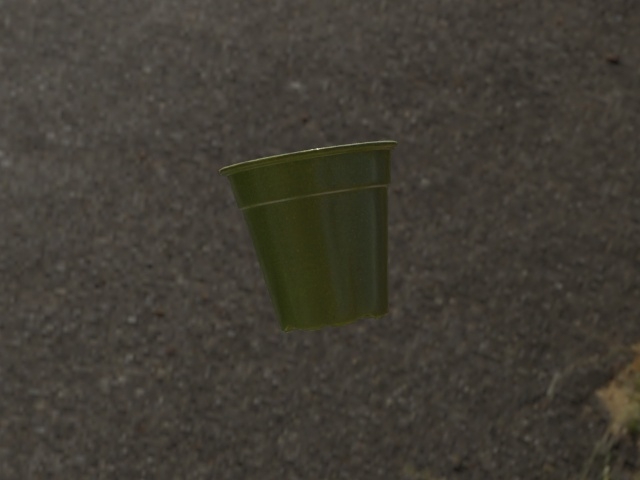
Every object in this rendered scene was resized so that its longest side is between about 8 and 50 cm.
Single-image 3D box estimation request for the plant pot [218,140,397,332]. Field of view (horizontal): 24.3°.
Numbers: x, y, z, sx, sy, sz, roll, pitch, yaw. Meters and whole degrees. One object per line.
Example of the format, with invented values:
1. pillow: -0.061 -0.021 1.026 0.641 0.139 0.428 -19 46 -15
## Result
1. plant pot: 0.000 0.000 0.684 0.083 0.079 0.083 -8 0 0
